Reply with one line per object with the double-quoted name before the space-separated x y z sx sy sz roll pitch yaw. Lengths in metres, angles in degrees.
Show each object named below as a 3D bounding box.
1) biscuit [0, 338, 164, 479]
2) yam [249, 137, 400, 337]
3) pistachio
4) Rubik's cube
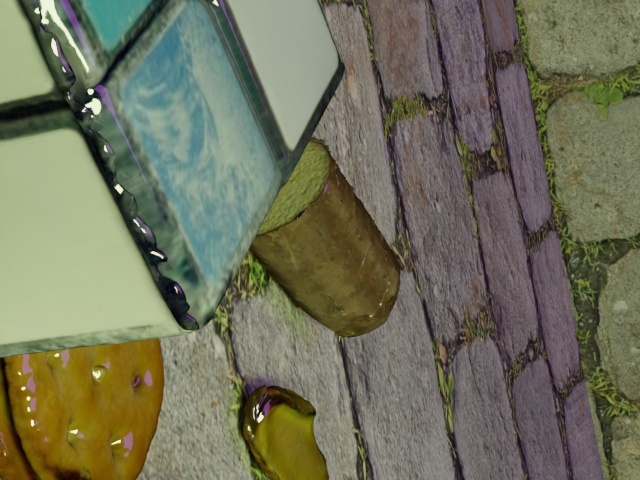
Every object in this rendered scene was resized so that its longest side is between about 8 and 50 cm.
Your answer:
"biscuit" -0.193 0.107 1.090 0.220 0.066 0.221 -9 90 -67
"yam" 0.000 0.002 1.517 0.238 0.129 0.128 50 38 -49
"pistachio" -0.040 0.205 1.443 0.089 0.049 0.173 -56 139 -28
"Rubik's cube" -0.205 -0.132 0.837 0.318 0.313 0.316 -64 139 -53
